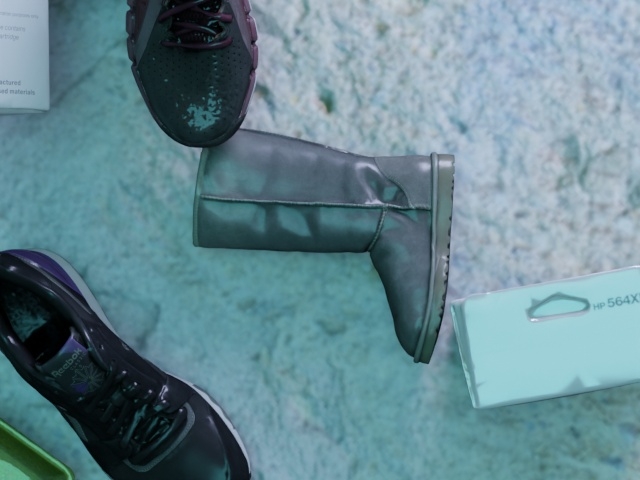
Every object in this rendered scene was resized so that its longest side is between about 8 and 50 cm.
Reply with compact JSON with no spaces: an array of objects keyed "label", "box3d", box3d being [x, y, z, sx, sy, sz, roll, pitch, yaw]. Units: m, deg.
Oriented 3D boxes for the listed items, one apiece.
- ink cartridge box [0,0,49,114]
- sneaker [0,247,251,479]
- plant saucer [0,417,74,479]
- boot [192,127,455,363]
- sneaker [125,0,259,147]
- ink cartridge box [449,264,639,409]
[{"label":"ink cartridge box","box3d":[-0.325,-0.239,1.456,0.207,0.117,0.283,0,92,39]},{"label":"sneaker","box3d":[-0.179,0.121,1.465,0.283,0.124,0.107,42,92,6]},{"label":"plant saucer","box3d":[-0.322,0.215,1.514,0.188,0.045,0.188,35,90,6]},{"label":"boot","box3d":[0.000,0.002,1.480,0.208,0.076,0.190,4,73,-1]},{"label":"sneaker","box3d":[-0.112,-0.213,1.404,0.106,0.162,0.281,-4,90,5]},{"label":"ink cartridge box","box3d":[0.179,0.076,1.392,0.148,0.203,0.086,-11,85,5]}]
